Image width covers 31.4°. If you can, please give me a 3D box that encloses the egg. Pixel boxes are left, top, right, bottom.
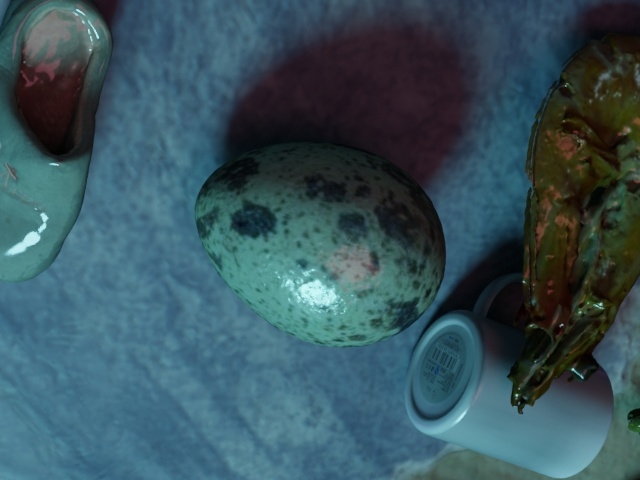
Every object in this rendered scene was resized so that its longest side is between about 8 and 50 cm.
[{"bbox_3d":[0.000,0.000,0.752,0.172,0.132,0.132,20,104,-13],"label":"egg"}]

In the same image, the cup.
[{"bbox_3d":[0.143,0.103,0.880,0.133,0.136,0.099,21,137,-25],"label":"cup"}]

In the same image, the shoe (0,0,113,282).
[{"bbox_3d":[-0.176,-0.059,0.696,0.079,0.078,0.195,12,103,-24],"label":"shoe"}]

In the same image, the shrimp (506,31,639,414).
[{"bbox_3d":[0.190,-0.014,0.815,0.154,0.062,0.294,30,73,-32],"label":"shrimp"}]

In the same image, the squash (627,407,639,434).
[{"bbox_3d":[0.322,0.165,0.971,0.132,0.105,0.105,-4,113,-2],"label":"squash"}]
